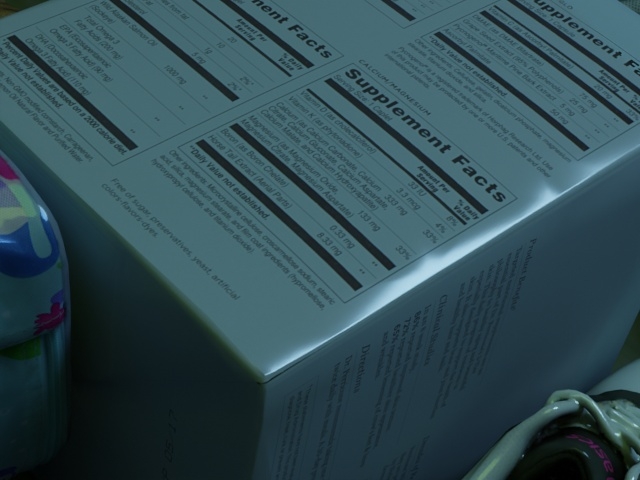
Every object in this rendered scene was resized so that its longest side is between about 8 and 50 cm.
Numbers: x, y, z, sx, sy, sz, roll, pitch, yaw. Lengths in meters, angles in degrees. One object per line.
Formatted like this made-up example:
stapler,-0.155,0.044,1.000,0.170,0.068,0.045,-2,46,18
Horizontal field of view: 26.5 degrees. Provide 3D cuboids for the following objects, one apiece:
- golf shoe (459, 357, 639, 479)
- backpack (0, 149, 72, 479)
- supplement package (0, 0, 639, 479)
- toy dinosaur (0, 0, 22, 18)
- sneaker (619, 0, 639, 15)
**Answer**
golf shoe,0.123,0.109,0.567,0.105,0.120,0.273,36,49,24
backpack,-0.202,0.042,0.471,0.191,0.254,0.225,-24,52,-35
supplement package,0.000,0.000,0.587,0.262,0.199,0.198,-29,58,-33
toy dinosaur,-0.168,-0.097,0.742,0.112,0.064,0.211,-26,57,-33
sneaker,0.207,-0.051,0.760,0.111,0.103,0.252,3,40,-3
